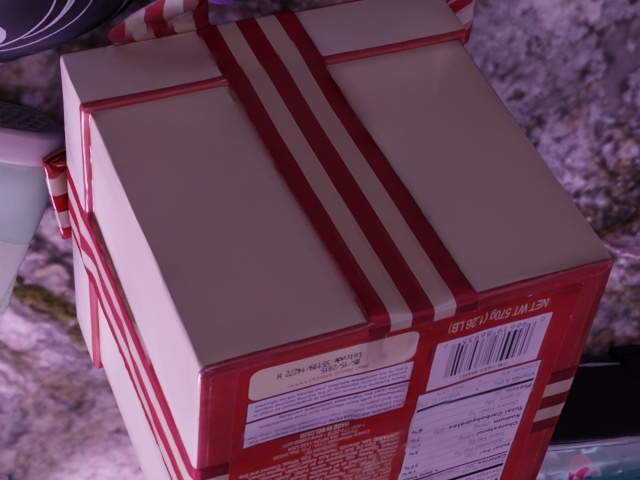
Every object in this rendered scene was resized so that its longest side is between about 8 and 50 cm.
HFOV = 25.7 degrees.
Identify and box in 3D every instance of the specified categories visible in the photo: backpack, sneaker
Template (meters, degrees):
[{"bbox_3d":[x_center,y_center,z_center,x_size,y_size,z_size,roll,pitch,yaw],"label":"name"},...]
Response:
[{"bbox_3d":[0.198,0.230,1.030,0.225,0.191,0.253,-5,124,-12],"label":"backpack"},{"bbox_3d":[-0.289,-0.018,0.820,0.256,0.094,0.151,9,109,-21],"label":"sneaker"}]

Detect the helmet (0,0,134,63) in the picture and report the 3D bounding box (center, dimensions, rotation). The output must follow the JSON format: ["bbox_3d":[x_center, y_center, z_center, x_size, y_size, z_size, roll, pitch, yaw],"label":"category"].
[{"bbox_3d":[-0.154,-0.188,0.727,0.161,0.169,0.169,-37,121,26],"label":"helmet"}]

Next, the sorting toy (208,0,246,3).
[{"bbox_3d":[0.044,-0.268,0.751,0.127,0.126,0.365,32,106,-26],"label":"sorting toy"}]

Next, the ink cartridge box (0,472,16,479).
[{"bbox_3d":[-0.244,0.175,0.965,0.083,0.048,0.028,32,106,-25],"label":"ink cartridge box"}]

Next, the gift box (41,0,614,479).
[{"bbox_3d":[0.000,0.000,0.785,0.255,0.258,0.276,-11,139,-22],"label":"gift box"}]
